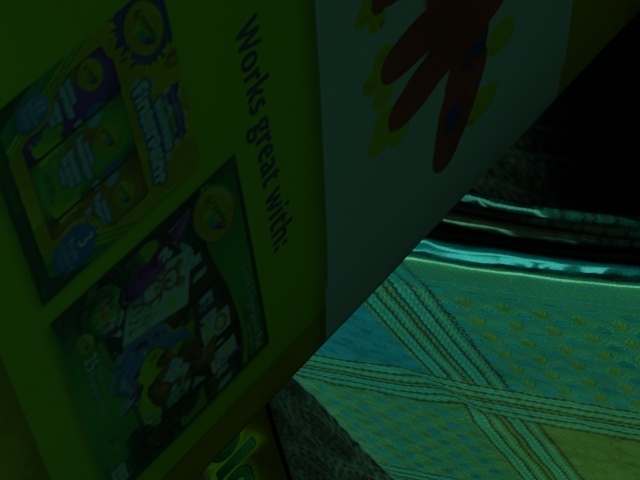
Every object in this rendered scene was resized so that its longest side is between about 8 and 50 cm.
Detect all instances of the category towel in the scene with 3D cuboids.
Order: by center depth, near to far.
[{"bbox_3d":[0.102,0.068,0.817,0.271,0.040,0.370,10,159,29],"label":"towel"}]

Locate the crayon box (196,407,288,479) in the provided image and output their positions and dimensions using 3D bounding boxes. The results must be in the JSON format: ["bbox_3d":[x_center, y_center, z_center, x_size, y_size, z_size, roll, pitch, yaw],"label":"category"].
[{"bbox_3d":[-0.184,0.166,1.299,0.106,0.313,0.363,34,154,33],"label":"crayon box"}]

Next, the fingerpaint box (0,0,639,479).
[{"bbox_3d":[-0.042,-0.170,0.467,0.163,0.371,0.444,32,153,26],"label":"fingerpaint box"}]
